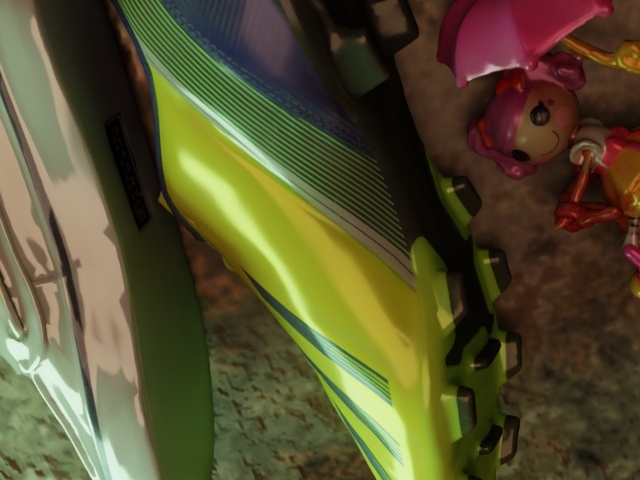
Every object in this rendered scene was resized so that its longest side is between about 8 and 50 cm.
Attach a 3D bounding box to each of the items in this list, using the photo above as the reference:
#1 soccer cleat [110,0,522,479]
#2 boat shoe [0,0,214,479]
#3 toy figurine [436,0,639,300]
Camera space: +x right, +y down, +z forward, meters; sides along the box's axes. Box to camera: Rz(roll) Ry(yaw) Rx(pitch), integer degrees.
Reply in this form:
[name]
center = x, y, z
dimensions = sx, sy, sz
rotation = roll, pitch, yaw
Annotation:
[soccer cleat]
center = 0.000, -0.001, 0.459
dimensions = 0.121, 0.093, 0.289
rotation = -11, 111, 27
[boat shoe]
center = -0.110, 0.007, 0.464
dimensions = 0.084, 0.095, 0.258
rotation = -11, 99, 13
[toy figurine]
center = 0.119, -0.048, 0.434
dimensions = 0.159, 0.130, 0.173
rotation = 27, 133, 7
